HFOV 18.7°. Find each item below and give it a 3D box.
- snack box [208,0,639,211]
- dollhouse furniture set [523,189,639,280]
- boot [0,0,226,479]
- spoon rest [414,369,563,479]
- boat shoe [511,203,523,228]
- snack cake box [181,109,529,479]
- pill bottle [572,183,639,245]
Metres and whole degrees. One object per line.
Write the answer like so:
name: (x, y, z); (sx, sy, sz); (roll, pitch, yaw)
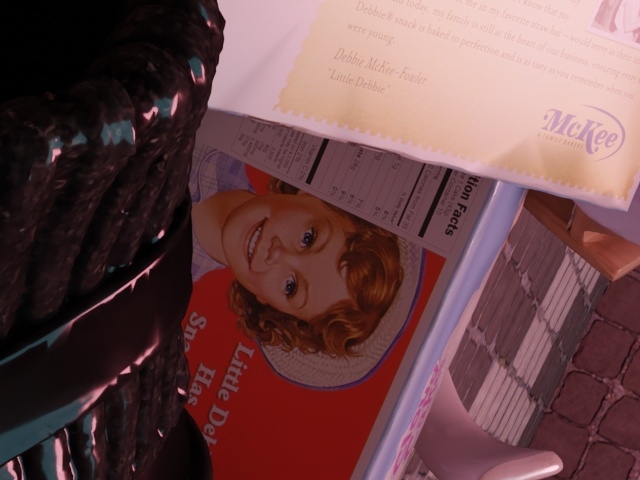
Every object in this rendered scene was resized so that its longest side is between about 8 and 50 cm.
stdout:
snack box: (0.036, -0.126, 0.684); (0.322, 0.060, 0.187); (11, 106, -45)
dollhouse furniture set: (0.339, -0.237, 1.762); (0.394, 0.256, 0.362); (-31, 150, -29)
boot: (-0.152, 0.084, 0.516); (0.348, 0.131, 0.260); (-51, 159, -33)
spoon rest: (0.051, -0.011, 0.980); (0.137, 0.276, 0.084); (-8, 175, -32)
boat shoe: (0.009, 0.004, 1.058); (0.340, 0.127, 0.158); (-57, 152, -38)
snack cake box: (0.000, 0.000, 0.893); (0.264, 0.152, 0.089); (-67, 167, 11)
pill bottle: (0.220, -0.146, 0.884); (0.169, 0.169, 0.301); (-36, 140, -63)
